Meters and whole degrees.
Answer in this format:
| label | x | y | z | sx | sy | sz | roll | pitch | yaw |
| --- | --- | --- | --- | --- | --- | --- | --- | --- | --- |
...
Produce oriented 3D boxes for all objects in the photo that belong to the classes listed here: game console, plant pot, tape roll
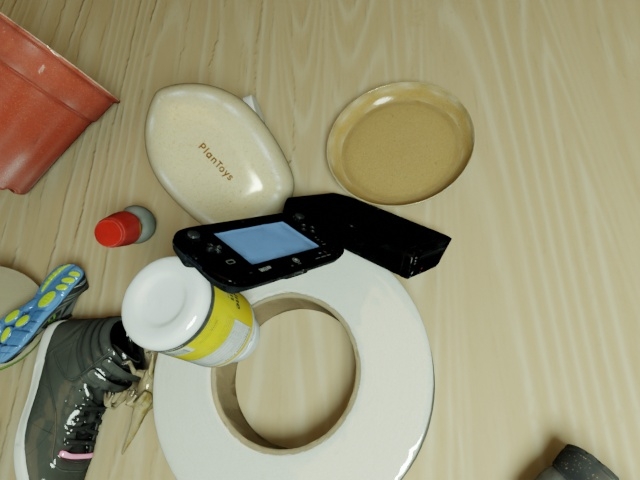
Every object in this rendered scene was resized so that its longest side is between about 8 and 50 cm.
| label | x | y | z | sx | sy | sz | roll | pitch | yaw |
| --- | --- | --- | --- | --- | --- | --- | --- | --- | --- |
| game console | 0.000 | 0.000 | 0.573 | 0.213 | 0.361 | 0.044 | 25 | 114 | 32 |
| plant pot | -0.582 | -0.250 | 0.882 | 0.272 | 0.272 | 0.265 | 35 | 88 | 26 |
| tape roll | -0.043 | 0.179 | 0.636 | 0.392 | 0.072 | 0.392 | -6 | 66 | 14 |
| plant pot | 0.128 | -0.154 | 0.754 | 0.236 | 0.032 | 0.236 | -6 | 67 | 14 |

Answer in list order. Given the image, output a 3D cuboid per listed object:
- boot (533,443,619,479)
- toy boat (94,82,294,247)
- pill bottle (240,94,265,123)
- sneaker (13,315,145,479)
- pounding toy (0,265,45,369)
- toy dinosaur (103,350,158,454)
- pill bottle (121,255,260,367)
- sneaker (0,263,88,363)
| label | x | y | z | sx | sy | sz | roll | pitch | yaw |
| --- | --- | --- | --- | --- | --- | --- | --- | --- | --- |
| boot | 0.300 | 0.397 | 0.435 | 0.223 | 0.118 | 0.338 | -44 | 52 | -2 |
| toy boat | -0.218 | -0.096 | 0.756 | 0.318 | 0.148 | 0.267 | -35 | 97 | 4 |
| pill bottle | -0.184 | -0.202 | 0.831 | 0.160 | 0.087 | 0.087 | -18 | 64 | 7 |
| sneaker | -0.336 | 0.239 | 0.672 | 0.147 | 0.104 | 0.295 | -18 | 59 | 13 |
| pounding toy | -0.592 | 0.129 | 0.785 | 0.237 | 0.110 | 0.183 | 41 | 46 | -8 |
| toy dinosaur | -0.256 | 0.225 | 0.665 | 0.053 | 0.092 | 0.183 | 12 | 75 | 25 |
| pill bottle | -0.141 | 0.095 | 0.556 | 0.103 | 0.184 | 0.103 | -6 | 66 | 13 |
| sneaker | -0.454 | 0.125 | 0.762 | 0.067 | 0.078 | 0.188 | 23 | 59 | 19 |
